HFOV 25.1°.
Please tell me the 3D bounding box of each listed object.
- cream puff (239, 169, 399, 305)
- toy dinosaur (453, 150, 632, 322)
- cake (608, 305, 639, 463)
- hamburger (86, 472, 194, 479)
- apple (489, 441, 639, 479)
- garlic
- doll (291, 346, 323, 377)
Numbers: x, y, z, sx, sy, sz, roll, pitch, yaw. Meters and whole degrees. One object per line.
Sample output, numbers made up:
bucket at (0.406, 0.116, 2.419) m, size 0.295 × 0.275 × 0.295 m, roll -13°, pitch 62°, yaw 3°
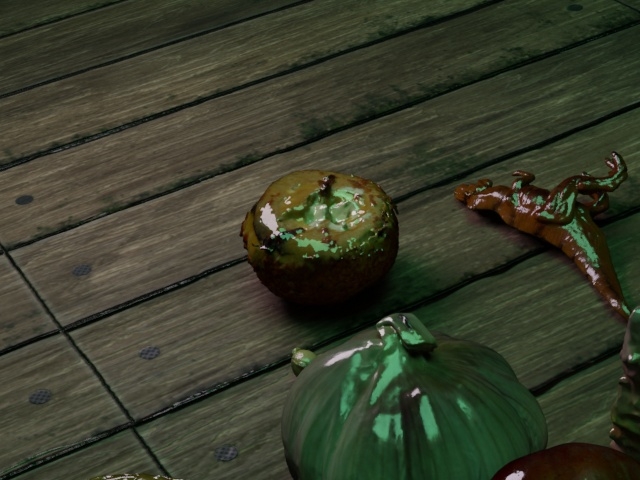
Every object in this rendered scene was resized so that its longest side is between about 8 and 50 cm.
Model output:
cream puff at (0.000, 0.001, 2.105) m, size 0.240 × 0.164 × 0.240 m, roll 4°, pitch 45°, yaw -4°
toy dinosaur at (0.386, -0.039, 2.168) m, size 0.208 × 0.097 × 0.432 m, roll -37°, pitch 40°, yaw -18°
cake at (0.511, 0.187, 1.634) m, size 0.314 × 0.307 × 0.293 m, roll 22°, pitch 41°, yaw 33°
hamburger at (-0.209, 0.361, 1.629) m, size 0.308 × 0.133 × 0.211 m, roll -2°, pitch 37°, yaw 8°
apple at (0.262, 0.335, 1.533) m, size 0.233 × 0.234 × 0.234 m, roll -3°, pitch 34°, yaw 2°
garlic at (0.114, 0.229, 1.716) m, size 0.321 × 0.241 × 0.322 m, roll -1°, pitch 55°, yaw 1°
doll at (0.006, 0.167, 1.953) m, size 0.093 × 0.051 × 0.061 m, roll -16°, pitch 29°, yaw -18°
